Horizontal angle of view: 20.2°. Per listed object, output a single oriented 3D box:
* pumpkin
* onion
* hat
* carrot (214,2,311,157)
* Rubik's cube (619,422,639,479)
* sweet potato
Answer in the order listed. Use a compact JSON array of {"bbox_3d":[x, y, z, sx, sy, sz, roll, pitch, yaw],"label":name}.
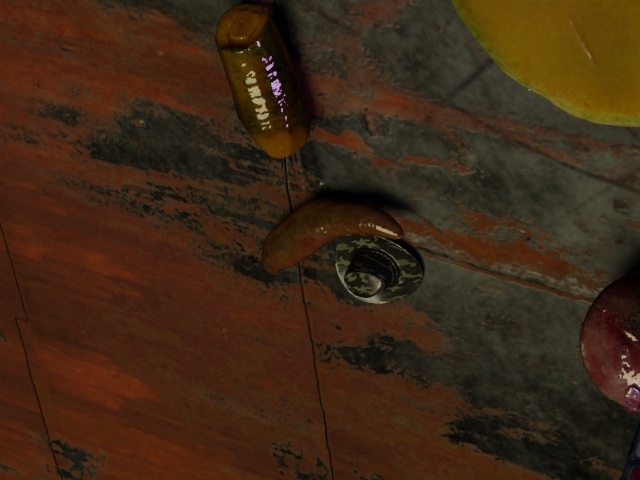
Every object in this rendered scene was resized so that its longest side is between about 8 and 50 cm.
[{"bbox_3d":[0.260,-0.261,1.627,0.332,0.199,0.332,22,136,23],"label":"pumpkin"},{"bbox_3d":[0.347,0.105,1.939,0.159,0.159,0.195,49,170,-12],"label":"onion"},{"bbox_3d":[0.062,0.039,2.146,0.121,0.050,0.121,18,133,20],"label":"hat"},{"bbox_3d":[-0.065,-0.177,2.021,0.082,0.082,0.173,2,131,35],"label":"carrot"},{"bbox_3d":[0.461,0.404,1.951,0.292,0.287,0.293,11,152,29],"label":"Rubik's cube"},{"bbox_3d":[-0.003,-0.010,2.138,0.255,0.058,0.078,-19,103,48],"label":"sweet potato"}]
